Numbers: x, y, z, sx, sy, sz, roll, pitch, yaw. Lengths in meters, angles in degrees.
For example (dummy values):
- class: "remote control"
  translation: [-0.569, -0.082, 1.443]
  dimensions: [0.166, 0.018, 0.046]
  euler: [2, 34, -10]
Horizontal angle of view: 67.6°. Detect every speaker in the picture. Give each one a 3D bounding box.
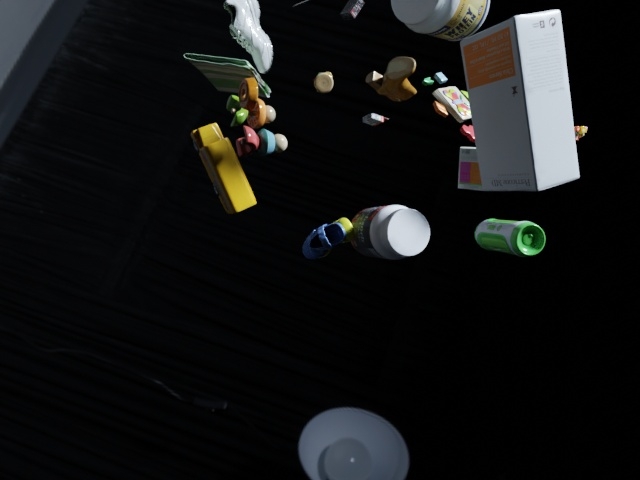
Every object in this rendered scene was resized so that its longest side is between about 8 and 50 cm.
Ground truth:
- class: "speaker"
  translation: [0.674, -0.013, 1.724]
  dimensions: [0.296, 0.131, 0.131]
  euler: [-151, -101, -80]

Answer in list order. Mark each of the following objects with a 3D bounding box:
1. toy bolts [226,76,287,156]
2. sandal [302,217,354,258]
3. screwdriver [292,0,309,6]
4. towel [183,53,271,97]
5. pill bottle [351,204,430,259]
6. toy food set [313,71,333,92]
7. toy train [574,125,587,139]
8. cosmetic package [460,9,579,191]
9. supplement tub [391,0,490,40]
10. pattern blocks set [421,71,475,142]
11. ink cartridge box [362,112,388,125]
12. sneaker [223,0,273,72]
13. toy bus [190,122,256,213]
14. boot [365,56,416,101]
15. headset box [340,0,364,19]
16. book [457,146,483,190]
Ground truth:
- class: "toy bolts"
  translation: [-0.184, -0.387, 1.533]
  dimensions: [0.218, 0.158, 0.228]
  euler: [-38, -119, 55]
- class: "sandal"
  translation: [0.000, 0.000, 1.971]
  dimensions: [0.138, 0.126, 0.317]
  euler: [-20, 170, -35]
- class: "screwdriver"
  translation: [0.003, -0.647, 1.252]
  dimensions: [0.024, 0.170, 0.025]
  euler: [-63, 142, -63]
- class: "towel"
  translation: [-0.339, -0.622, 1.821]
  dimensions: [0.325, 0.248, 0.038]
  euler: [6, 94, -82]
- class: "pill bottle"
  translation: [0.264, -0.032, 1.861]
  dimensions: [0.363, 0.210, 0.210]
  euler: [-178, -72, -74]
- class: "toy food set"
  translation: [0.012, -0.649, 1.964]
  dimensions: [0.020, 0.083, 0.083]
  euler: [-118, -161, -69]
- class: "toy train"
  translation: [0.847, -0.369, 1.645]
  dimensions: [0.166, 0.125, 0.046]
  euler: [-23, 115, -60]
- class: "cosmetic package"
  translation: [0.560, -0.376, 1.357]
  dimensions: [0.230, 0.161, 0.453]
  euler: [-166, -119, -69]
- class: "supplement tub"
  translation: [0.409, -0.818, 1.630]
  dimensions: [0.316, 0.228, 0.228]
  euler: [-14, 127, -44]
- class: "pattern blocks set"
  translation: [0.550, -0.552, 1.930]
  dimensions: [0.285, 0.325, 0.026]
  euler: [-42, 174, -43]
- class: "ink cartridge box"
  translation: [0.259, -0.559, 2.228]
  dimensions: [0.115, 0.063, 0.029]
  euler: [7, 78, -38]
- class: "sneaker"
  translation: [-0.275, -0.773, 1.802]
  dimensions: [0.129, 0.111, 0.297]
  euler: [-27, 102, -30]
- class: "toy bus"
  translation: [-0.363, -0.269, 1.785]
  dimensions: [0.108, 0.332, 0.130]
  euler: [-27, -167, -21]
- class: "boot"
  translation: [0.366, -0.708, 2.125]
  dimensions: [0.211, 0.295, 0.104]
  euler: [16, 81, -36]
- class: "headset box"
  translation: [0.117, -0.863, 1.785]
  dimensions: [0.032, 0.062, 0.083]
  euler: [39, 80, -39]
- class: "book"
  translation: [0.527, -0.248, 1.650]
  dimensions: [0.035, 0.096, 0.144]
  euler: [-44, 136, -56]
